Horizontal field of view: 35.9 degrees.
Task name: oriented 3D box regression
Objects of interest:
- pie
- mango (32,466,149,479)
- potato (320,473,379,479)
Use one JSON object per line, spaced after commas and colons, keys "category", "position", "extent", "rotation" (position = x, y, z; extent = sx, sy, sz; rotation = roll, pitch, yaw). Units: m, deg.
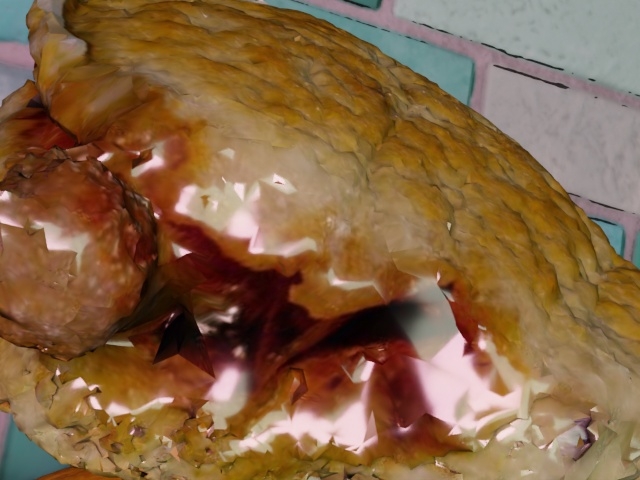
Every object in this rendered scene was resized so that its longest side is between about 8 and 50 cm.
{"category": "pie", "position": [0.018, -0.001, 0.557], "extent": [0.418, 0.395, 0.180], "rotation": [16, 117, -21]}
{"category": "mango", "position": [-0.127, 0.220, 0.577], "extent": [0.294, 0.120, 0.177], "rotation": [-14, 90, -24]}
{"category": "potato", "position": [0.048, 0.117, 0.655], "extent": [0.202, 0.182, 0.117], "rotation": [-8, 114, -44]}
